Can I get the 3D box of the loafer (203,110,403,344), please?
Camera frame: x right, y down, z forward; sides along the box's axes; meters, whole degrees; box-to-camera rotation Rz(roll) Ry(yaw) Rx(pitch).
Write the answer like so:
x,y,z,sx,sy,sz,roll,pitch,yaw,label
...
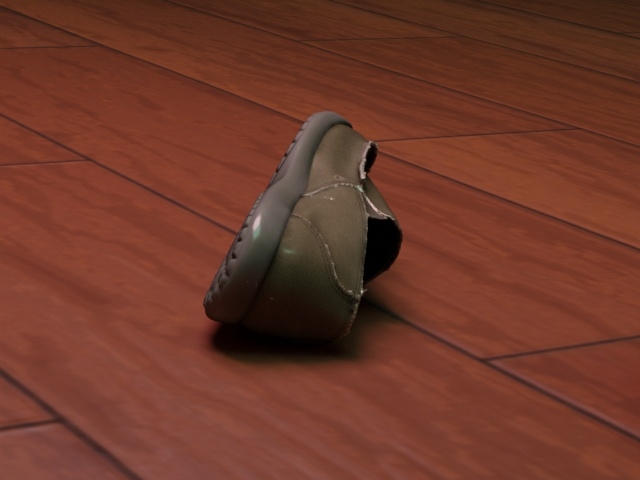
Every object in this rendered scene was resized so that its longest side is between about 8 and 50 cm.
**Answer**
x,y,z,sx,sy,sz,roll,pitch,yaw,label
0.000,0.000,1.027,0.087,0.094,0.251,29,26,-1,loafer
